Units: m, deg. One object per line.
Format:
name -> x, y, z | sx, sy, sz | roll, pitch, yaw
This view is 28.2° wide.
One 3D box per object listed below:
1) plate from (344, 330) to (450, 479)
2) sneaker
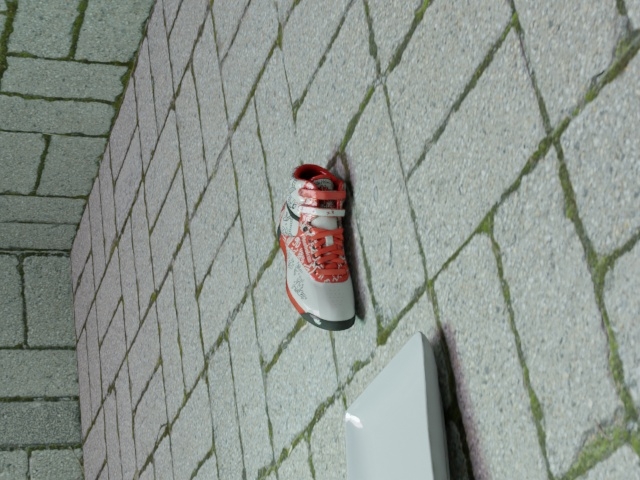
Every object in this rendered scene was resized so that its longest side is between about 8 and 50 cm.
plate -> 0.101, 0.293, 1.605 | 0.278, 0.045, 0.277 | 122, 151, -54
sneaker -> -0.001, 0.000, 1.866 | 0.270, 0.090, 0.145 | -110, 27, -50
